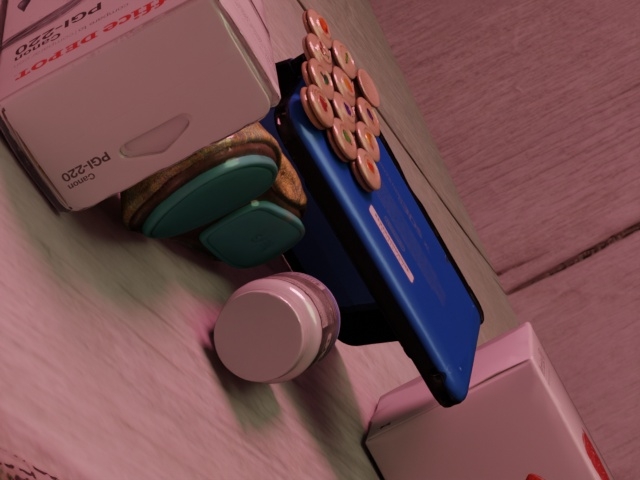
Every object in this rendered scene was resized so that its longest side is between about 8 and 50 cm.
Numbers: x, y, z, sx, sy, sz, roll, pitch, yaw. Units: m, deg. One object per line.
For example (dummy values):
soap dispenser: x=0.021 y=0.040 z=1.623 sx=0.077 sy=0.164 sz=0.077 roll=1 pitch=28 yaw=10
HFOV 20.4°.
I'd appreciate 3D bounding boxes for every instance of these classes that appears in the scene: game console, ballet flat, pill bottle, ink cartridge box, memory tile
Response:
game console: x=0.000 y=0.000 z=1.535 sx=0.293 sy=0.173 sz=0.250 roll=59 pitch=21 yaw=-16
ballet flat: x=-0.086 y=-0.055 z=1.272 sx=0.123 sy=0.123 sz=0.348 roll=64 pitch=4 yaw=10
pill bottle: x=-0.033 y=0.065 z=1.316 sx=0.078 sy=0.078 sz=0.137 roll=63 pitch=10 yaw=2
ink cartridge box: x=-0.120 y=-0.130 z=1.151 sx=0.092 sy=0.159 sz=0.218 roll=58 pitch=10 yaw=-30
memory tile: x=0.018 y=-0.115 z=1.440 sx=0.113 sy=0.012 sz=0.148 roll=52 pitch=23 yaw=-33

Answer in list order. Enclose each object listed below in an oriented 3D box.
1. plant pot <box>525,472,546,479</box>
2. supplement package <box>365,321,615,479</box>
plant pot: x=0.214 y=0.353 z=1.184 sx=0.267 sy=0.235 sz=0.267 roll=29 pitch=-13 yaw=35
supplement package: x=0.190 y=0.254 z=1.670 sx=0.293 sy=0.175 sz=0.177 roll=61 pitch=10 yaw=-5
